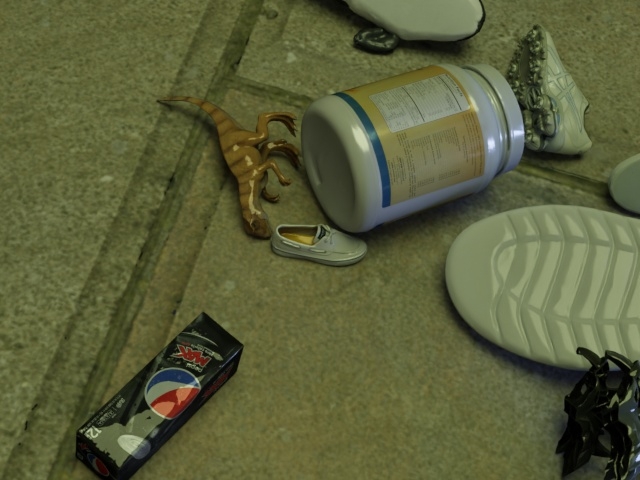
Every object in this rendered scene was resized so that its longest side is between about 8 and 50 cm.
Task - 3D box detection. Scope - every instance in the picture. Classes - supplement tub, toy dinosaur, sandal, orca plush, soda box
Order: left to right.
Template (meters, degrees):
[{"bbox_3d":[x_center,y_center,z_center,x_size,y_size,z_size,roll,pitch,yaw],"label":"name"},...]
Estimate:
[{"bbox_3d":[-0.145,0.145,1.109,0.053,0.060,0.169,38,59,12],"label":"soda box"},{"bbox_3d":[-0.083,-0.104,1.287,0.112,0.064,0.212,-17,61,-19],"label":"toy dinosaur"},{"bbox_3d":[0.055,-0.303,1.455,0.287,0.102,0.151,5,100,5],"label":"orca plush"},{"bbox_3d":[0.095,-0.101,1.267,0.199,0.144,0.144,-18,61,-21],"label":"supplement tub"},{"bbox_3d":[0.333,0.062,1.229,0.416,0.102,0.169,3,69,8],"label":"sandal"},{"bbox_3d":[0.345,0.170,1.115,0.218,0.164,0.322,3,63,-8],"label":"toy dinosaur"}]

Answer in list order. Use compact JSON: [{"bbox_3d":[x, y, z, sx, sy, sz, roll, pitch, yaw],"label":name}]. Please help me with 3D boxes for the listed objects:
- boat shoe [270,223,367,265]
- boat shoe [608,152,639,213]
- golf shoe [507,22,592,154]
[{"bbox_3d":[0.000,0.000,1.248,0.100,0.035,0.035,8,55,-4],"label":"boat shoe"},{"bbox_3d":[0.427,-0.085,1.359,0.227,0.079,0.081,-12,22,1],"label":"boat shoe"},{"bbox_3d":[0.267,-0.169,1.405,0.086,0.069,0.176,16,55,-24],"label":"golf shoe"}]
